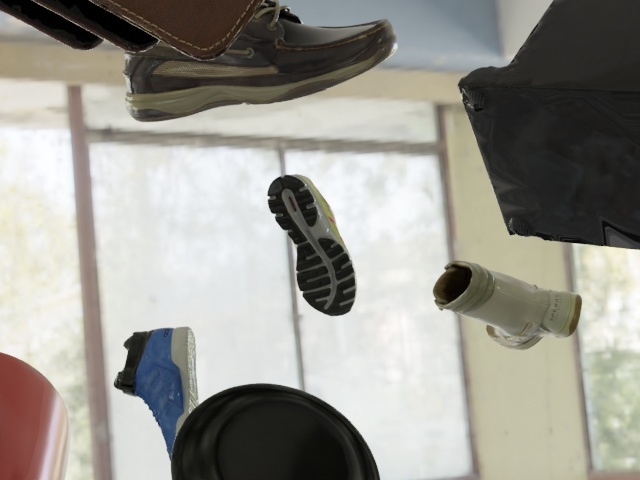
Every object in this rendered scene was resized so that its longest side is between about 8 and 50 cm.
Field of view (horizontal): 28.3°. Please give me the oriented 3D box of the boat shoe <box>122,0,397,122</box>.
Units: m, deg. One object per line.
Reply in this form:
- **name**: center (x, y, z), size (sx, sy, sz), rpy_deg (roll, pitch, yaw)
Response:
- **boat shoe**: center (-0.086, -0.237, 1.562), size (0.355, 0.130, 0.132), rpy_deg (-10, 16, 12)

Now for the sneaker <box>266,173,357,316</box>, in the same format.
- **sneaker**: center (0.000, 0.000, 1.703), size (0.081, 0.208, 0.094), rpy_deg (-17, 11, 14)

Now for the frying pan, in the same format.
- **frying pan**: center (0.022, 0.234, 1.148), size (0.326, 0.197, 0.053), rpy_deg (18, 23, 6)

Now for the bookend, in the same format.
- **bookend**: center (0.158, -0.070, 0.451), size (0.157, 0.072, 0.156), rpy_deg (6, 46, 36)

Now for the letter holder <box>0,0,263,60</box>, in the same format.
- **letter holder**: center (-0.106, -0.284, 0.935), size (0.214, 0.302, 0.152), rpy_deg (28, -12, -10)

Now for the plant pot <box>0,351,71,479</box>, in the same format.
- **plant pot**: center (-0.434, 0.306, 1.548), size (0.275, 0.275, 0.243), rpy_deg (-4, 26, -12)

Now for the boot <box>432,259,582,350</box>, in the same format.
- **boot**: center (0.219, 0.082, 1.637), size (0.165, 0.077, 0.213), rpy_deg (17, -13, -14)

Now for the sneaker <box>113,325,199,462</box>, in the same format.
- **sneaker**: center (-0.177, 0.170, 1.362), size (0.084, 0.152, 0.058), rpy_deg (-3, -2, 9)
